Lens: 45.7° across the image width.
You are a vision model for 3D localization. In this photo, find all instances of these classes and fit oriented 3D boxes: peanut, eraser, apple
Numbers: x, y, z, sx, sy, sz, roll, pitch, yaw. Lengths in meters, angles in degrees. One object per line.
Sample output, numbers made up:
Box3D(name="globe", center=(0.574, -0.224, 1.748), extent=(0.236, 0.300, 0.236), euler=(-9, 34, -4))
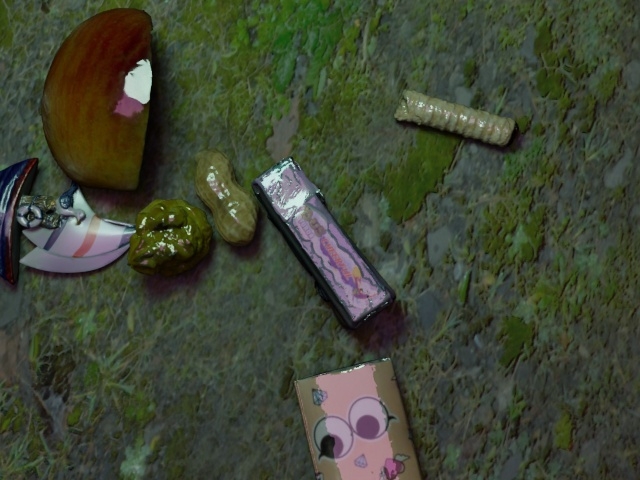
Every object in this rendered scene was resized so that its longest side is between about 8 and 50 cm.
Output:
Box3D(name="peanut", center=(-0.165, -0.079, 1.335), extent=(0.089, 0.089, 0.192), euler=(-28, 82, -1))
Box3D(name="eraser", center=(0.072, 0.354, 1.262), extent=(0.171, 0.087, 0.290), euler=(-14, 81, 2))
Box3D(name="apple", center=(-0.370, -0.258, 1.323), extent=(0.254, 0.179, 0.345), euler=(-1, 82, 20))

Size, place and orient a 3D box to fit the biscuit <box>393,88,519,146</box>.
Box3D(name="biscuit", center=(0.241, -0.213, 1.346), extent=(0.219, 0.055, 0.061), euler=(18, 94, 5))

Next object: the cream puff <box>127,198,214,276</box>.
Box3D(name="cream puff", center=(-0.262, 0.001, 1.297), extent=(0.146, 0.116, 0.146), euler=(1, 107, 2))

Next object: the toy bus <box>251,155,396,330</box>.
Box3D(name="toy bus", center=(0.000, 0.000, 1.288), extent=(0.112, 0.138, 0.317), euler=(-36, 84, -4))

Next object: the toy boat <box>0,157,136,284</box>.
Box3D(name="toy boat", center=(-0.470, -0.002, 1.358), extent=(0.318, 0.072, 0.219), euler=(34, 82, -3))
